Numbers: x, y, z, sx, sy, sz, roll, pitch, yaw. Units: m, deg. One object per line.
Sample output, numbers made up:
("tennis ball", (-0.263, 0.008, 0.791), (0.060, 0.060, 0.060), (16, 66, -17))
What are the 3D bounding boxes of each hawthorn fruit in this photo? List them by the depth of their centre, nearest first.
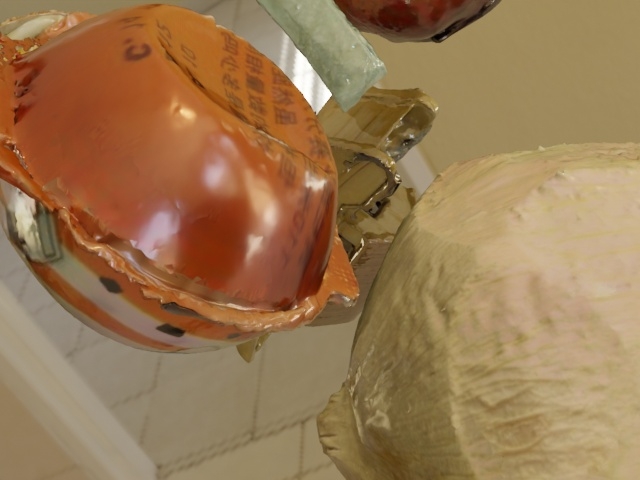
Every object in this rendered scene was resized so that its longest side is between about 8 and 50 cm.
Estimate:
("hawthorn fruit", (0.086, -0.315, 1.152), (0.215, 0.249, 0.215), (-4, 34, 3))

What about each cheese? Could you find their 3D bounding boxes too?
("cheese", (-0.111, -0.050, 0.583), (0.129, 0.329, 0.217), (-49, 36, 23))

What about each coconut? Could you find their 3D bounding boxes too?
("coconut", (0.093, 0.052, 0.411), (0.194, 0.194, 0.194), (-25, 30, 15))

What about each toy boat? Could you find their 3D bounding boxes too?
("toy boat", (0.000, 0.000, 1.243), (0.136, 0.162, 0.445), (-54, 2, -37))

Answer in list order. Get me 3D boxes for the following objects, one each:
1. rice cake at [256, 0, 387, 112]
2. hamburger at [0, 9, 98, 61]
("rice cake", (-0.046, -0.193, 0.815), (0.045, 0.245, 0.042), (-40, -4, 12))
("hamburger", (-0.285, -0.145, 1.240), (0.237, 0.147, 0.237), (-24, -3, -2))
